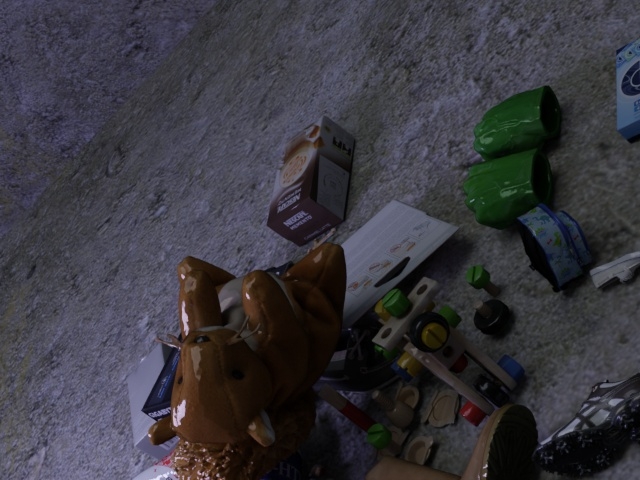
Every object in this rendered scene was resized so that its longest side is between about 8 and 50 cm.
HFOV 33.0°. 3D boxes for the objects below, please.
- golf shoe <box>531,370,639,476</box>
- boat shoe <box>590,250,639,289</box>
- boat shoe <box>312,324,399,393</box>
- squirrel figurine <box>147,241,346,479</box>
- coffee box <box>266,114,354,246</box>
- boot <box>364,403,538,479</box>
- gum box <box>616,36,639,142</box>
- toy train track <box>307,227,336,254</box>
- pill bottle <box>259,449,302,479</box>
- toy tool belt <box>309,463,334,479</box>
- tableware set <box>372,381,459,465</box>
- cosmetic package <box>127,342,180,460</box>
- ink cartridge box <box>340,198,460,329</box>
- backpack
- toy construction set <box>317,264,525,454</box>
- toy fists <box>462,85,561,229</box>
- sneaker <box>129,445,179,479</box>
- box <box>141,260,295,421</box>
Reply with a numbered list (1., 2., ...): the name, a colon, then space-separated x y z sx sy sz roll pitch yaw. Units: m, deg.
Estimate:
1. golf shoe: 0.367 0.239 1.414 0.198 0.077 0.094 -31 26 24
2. boat shoe: 0.435 0.044 1.548 0.100 0.035 0.035 -26 67 34
3. boat shoe: 0.031 0.206 1.897 0.335 0.095 0.112 -20 45 46
4. squirrel figurine: -0.114 0.233 1.659 0.281 0.397 0.370 1 23 8
5. coffee box: -0.019 -0.128 2.307 0.141 0.098 0.246 -32 36 37
6. boot: 0.171 0.338 1.551 0.269 0.089 0.236 -3 65 55
7. gum box: 0.540 -0.260 1.691 0.157 0.041 0.184 -27 39 40
8. toy train track: 0.000 0.000 2.237 0.083 0.014 0.048 -41 33 23
9. pill bottle: -0.087 0.401 1.853 0.112 0.112 0.187 -36 35 29
10. toy tool belt: 0.004 0.415 1.782 0.051 0.052 0.083 11 69 25
11. tableware set: 0.148 0.294 1.715 0.168 0.020 0.141 -1 59 55
12. cosmetic package: -0.329 0.340 2.281 0.127 0.107 0.238 -46 28 16
13. ink cartridge box: 0.102 0.053 1.915 0.275 0.060 0.239 -41 28 -11
14. backpack: 0.350 0.001 1.625 0.084 0.114 0.105 -33 29 -1
15. toy construction set: 0.122 0.166 1.637 0.309 0.237 0.257 -40 32 16
16. toy fists: 0.324 -0.138 1.831 0.142 0.096 0.279 -14 46 36
17. sneaker: -0.262 0.433 2.102 0.270 0.090 0.145 -16 46 43
18. box: -0.180 0.198 2.048 0.293 0.073 0.295 -22 34 47
